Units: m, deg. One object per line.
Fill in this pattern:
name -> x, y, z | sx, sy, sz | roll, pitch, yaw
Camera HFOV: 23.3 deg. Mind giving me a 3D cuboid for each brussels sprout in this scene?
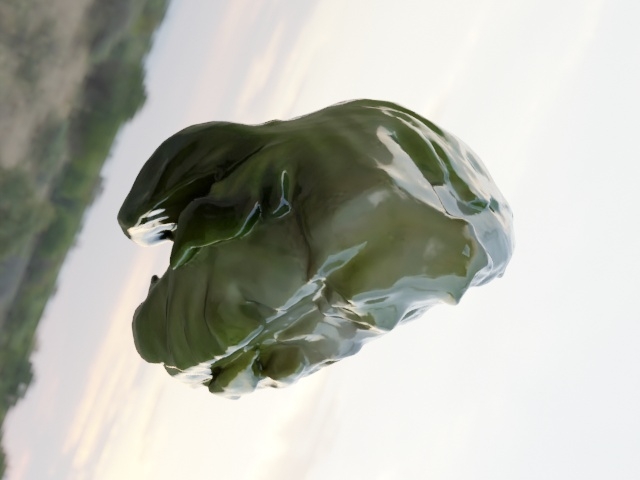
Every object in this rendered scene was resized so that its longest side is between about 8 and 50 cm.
brussels sprout -> 0.000, -0.003, 0.553 | 0.181, 0.139, 0.100 | 143, -69, -70
